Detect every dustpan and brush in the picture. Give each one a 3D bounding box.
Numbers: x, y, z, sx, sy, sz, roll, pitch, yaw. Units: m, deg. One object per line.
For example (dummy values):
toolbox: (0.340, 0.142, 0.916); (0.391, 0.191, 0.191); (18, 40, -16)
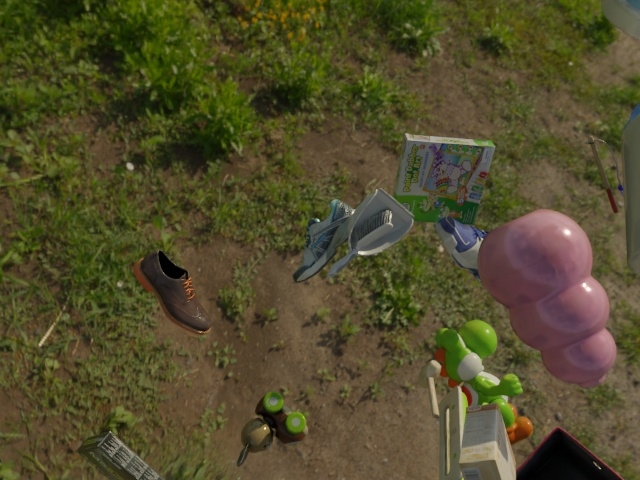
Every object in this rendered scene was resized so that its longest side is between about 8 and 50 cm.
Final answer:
dustpan and brush: (0.087, 0.001, 1.174); (0.147, 0.211, 0.060); (32, 30, -42)

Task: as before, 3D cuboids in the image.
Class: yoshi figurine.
yoshi figurine: (0.474, 0.375, 1.590); (0.362, 0.203, 0.203); (57, 39, -8)

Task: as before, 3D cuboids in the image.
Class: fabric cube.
fabric cube: (0.663, 0.710, 1.518); (0.259, 0.258, 0.254); (-43, 52, -7)

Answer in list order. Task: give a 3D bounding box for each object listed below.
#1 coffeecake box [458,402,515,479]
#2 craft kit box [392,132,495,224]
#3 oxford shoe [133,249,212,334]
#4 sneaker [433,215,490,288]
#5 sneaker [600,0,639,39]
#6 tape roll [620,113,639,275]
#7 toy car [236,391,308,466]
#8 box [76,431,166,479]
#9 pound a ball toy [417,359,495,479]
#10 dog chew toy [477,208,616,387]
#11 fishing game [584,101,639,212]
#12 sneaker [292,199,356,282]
coffeecake box: (0.317, 0.418, 1.056); (0.143, 0.068, 0.185); (71, 22, -9)
craft kit box: (0.336, -0.168, 1.579); (0.246, 0.250, 0.061); (4, 31, -3)
oxford shoe: (-0.377, 0.142, 1.509); (0.271, 0.098, 0.097); (49, 26, -15)
sneaker: (0.441, 0.014, 1.426); (0.315, 0.182, 0.128); (38, 20, -28)
sneaker: (0.550, -0.432, 0.837); (0.135, 0.150, 0.366); (38, 61, 19)
tape roll: (0.481, -0.056, 0.639); (0.245, 0.246, 0.169); (10, 73, -14)
toy car: (-0.139, 0.497, 1.417); (0.149, 0.155, 0.188); (39, 67, 14)
box: (-0.433, 0.503, 1.240); (0.191, 0.184, 0.045); (48, 52, -12)
pound a ball toy: (0.323, 0.479, 1.383); (0.208, 0.136, 0.319); (26, 33, -6)
dog chew toy: (0.434, 0.113, 1.052); (0.206, 0.206, 0.332); (-19, 81, -31)
fishing game: (0.557, -0.161, 0.878); (0.189, 0.263, 0.041); (62, 10, -15)
sneaker: (0.000, 0.000, 1.667); (0.122, 0.283, 0.110); (41, 10, 5)
